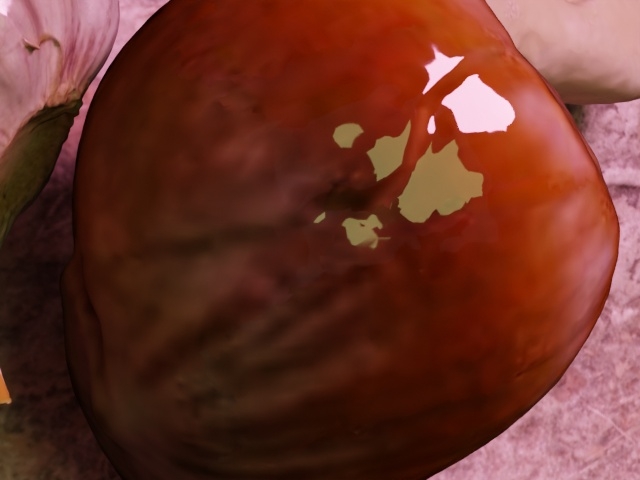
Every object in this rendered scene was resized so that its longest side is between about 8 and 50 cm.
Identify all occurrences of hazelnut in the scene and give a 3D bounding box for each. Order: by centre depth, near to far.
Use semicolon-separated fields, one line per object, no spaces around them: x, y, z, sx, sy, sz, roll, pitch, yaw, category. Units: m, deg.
0.000;0.000;1.015;0.372;0.315;0.372;-20;116;-47;hazelnut

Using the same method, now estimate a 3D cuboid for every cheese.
0.134;-0.186;1.325;0.328;0.129;0.351;43;54;-23;cheese

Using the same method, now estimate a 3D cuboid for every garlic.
-0.263;-0.096;0.940;0.253;0.245;0.245;27;55;6;garlic

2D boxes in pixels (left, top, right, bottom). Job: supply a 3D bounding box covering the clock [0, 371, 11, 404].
-0.322;0.088;0.753;0.244;0.317;0.200;29;46;-79;clock
